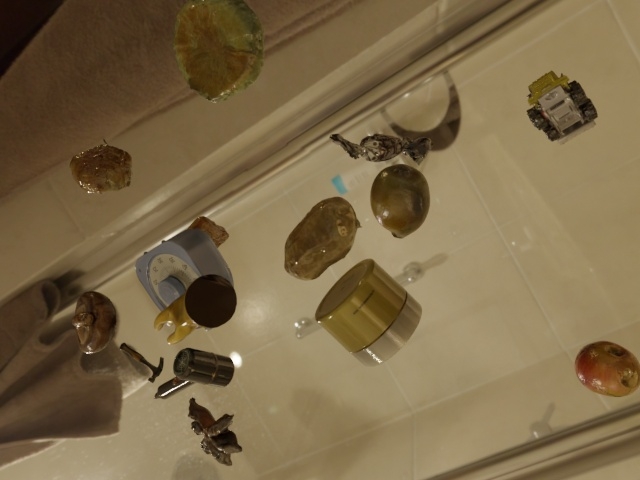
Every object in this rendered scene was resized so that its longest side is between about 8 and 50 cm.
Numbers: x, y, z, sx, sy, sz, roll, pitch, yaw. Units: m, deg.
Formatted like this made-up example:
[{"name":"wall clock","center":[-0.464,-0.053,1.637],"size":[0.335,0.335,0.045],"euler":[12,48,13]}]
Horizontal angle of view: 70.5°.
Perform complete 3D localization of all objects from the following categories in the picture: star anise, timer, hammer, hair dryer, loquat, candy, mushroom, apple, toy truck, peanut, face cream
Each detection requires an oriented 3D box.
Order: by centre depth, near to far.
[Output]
[{"name":"candy","center":[0.108,-0.160,0.787],"size":[0.226,0.094,0.051],"euler":[-9,-68,-43]},{"name":"mushroom","center":[-0.472,0.168,0.930],"size":[0.087,0.127,0.127],"euler":[8,-128,-44]},{"name":"peanut","center":[0.000,0.000,1.002],"size":[0.129,0.224,0.129],"euler":[33,-148,-23]},{"name":"loquat","center":[0.200,-0.097,1.135],"size":[0.152,0.152,0.195],"euler":[-90,-4,-60]},{"name":"apple","center":[0.733,0.324,1.158],"size":[0.146,0.146,0.146],"euler":[53,-162,-25]},{"name":"face cream","center":[0.120,0.182,1.164],"size":[0.179,0.218,0.218],"euler":[43,-161,-8]},{"name":"toy truck","center":[0.628,-0.344,1.183],"size":[0.286,0.136,0.111],"euler":[13,-127,-49]},{"name":"star anise","center":[-0.287,0.527,1.214],"size":[0.063,0.208,0.172],"euler":[-20,-71,-49]},{"name":"hammer","center":[-0.580,0.379,1.463],"size":[0.201,0.078,0.021],"euler":[22,159,30]},{"name":"hair dryer","center":[-0.480,0.477,1.539],"size":[0.189,0.352,0.107],"euler":[31,-144,-44]},{"name":"timer","center":[-0.497,0.170,1.682],"size":[0.395,0.395,0.173],"euler":[59,-141,-7]}]

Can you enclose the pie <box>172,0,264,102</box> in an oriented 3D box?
[{"name":"pie","center":[-0.279,-0.523,1.232],"size":[0.306,0.306,0.071],"euler":[62,-150,3]}]

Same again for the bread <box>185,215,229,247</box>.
[{"name":"bread","center":[-0.530,-0.028,2.109],"size":[0.077,0.139,0.271],"euler":[47,-179,16]}]

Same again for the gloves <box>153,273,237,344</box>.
[{"name":"gloves","center":[-0.312,0.169,1.092],"size":[0.133,0.294,0.116],"euler":[-22,-93,-37]}]

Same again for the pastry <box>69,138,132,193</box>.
[{"name":"pastry","center":[-0.557,-0.183,1.163],"size":[0.153,0.081,0.153],"euler":[10,-127,-13]}]
